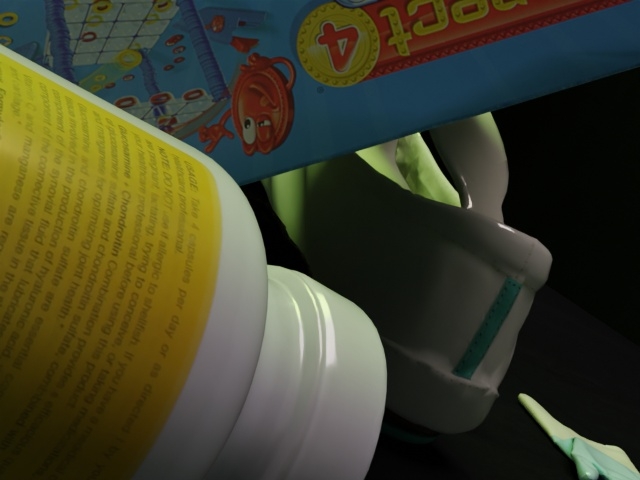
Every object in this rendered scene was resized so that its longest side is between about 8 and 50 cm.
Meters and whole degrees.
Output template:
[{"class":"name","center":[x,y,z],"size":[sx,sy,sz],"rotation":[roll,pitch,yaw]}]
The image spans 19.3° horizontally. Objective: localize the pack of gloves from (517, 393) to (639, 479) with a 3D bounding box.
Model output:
[{"class":"pack of gloves","center":[0.230,0.153,1.137],"size":[0.195,0.046,0.232],"rotation":[32,5,-7]}]

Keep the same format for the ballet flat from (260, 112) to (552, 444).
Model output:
[{"class":"ballet flat","center":[0.020,-0.062,0.968],"size":[0.139,0.139,0.400],"rotation":[28,21,-34]}]

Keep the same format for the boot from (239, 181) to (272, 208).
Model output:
[{"class":"boot","center":[-0.001,0.002,1.066],"size":[0.208,0.076,0.190],"rotation":[24,20,-3]}]

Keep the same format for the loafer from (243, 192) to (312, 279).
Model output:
[{"class":"loafer","center":[-0.034,0.022,0.665],"size":[0.080,0.078,0.220],"rotation":[30,6,-14]}]

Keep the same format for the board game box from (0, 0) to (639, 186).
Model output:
[{"class":"board game box","center":[-0.011,-0.089,0.737],"size":[0.302,0.308,0.086],"rotation":[-110,-177,-81]}]

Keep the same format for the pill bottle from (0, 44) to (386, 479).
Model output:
[{"class":"pill bottle","center":[-0.077,0.011,0.398],"size":[0.184,0.103,0.103],"rotation":[28,6,-31]}]
